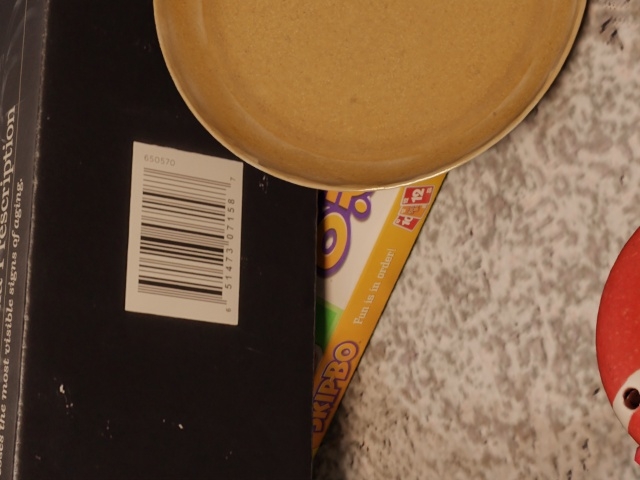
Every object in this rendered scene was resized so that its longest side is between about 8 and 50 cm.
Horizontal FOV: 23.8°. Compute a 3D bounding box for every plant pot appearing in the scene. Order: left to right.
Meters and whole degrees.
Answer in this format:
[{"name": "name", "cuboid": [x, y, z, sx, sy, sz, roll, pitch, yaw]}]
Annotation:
[{"name": "plant pot", "cuboid": [0.026, -0.140, 0.808, 0.236, 0.032, 0.236, -2, 83, 17]}]

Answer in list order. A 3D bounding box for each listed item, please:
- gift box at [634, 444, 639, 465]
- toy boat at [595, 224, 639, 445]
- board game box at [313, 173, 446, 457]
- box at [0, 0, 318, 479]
[{"name": "gift box", "cuboid": [0.205, 0.141, 0.364, 0.276, 0.255, 0.258, 101, 155, -67]}, {"name": "toy boat", "cuboid": [0.183, -0.003, 0.577, 0.231, 0.151, 0.151, -57, 45, 31]}, {"name": "board game box", "cuboid": [0.000, 0.000, 0.909, 0.124, 0.039, 0.259, 47, 119, 45]}, {"name": "box", "cuboid": [-0.155, 0.034, 0.938, 0.312, 0.179, 0.343, -23, 62, 56]}]
